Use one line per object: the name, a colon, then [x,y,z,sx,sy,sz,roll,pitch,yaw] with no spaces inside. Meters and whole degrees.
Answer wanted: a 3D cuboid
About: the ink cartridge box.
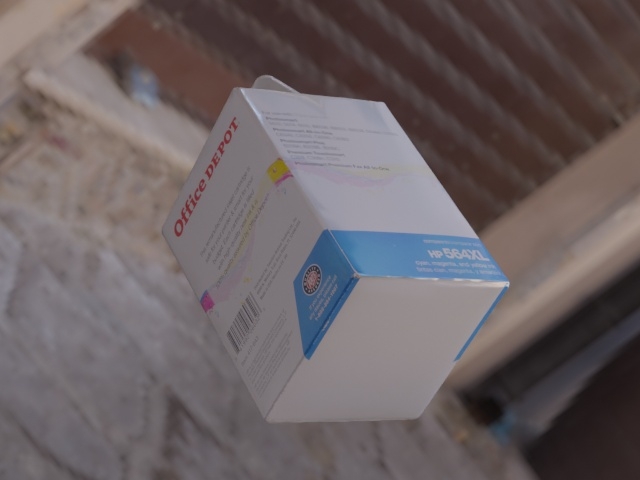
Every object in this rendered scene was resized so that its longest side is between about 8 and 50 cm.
ink cartridge box: [0.000,0.000,0.883,0.090,0.092,0.143,3,42,-37]
